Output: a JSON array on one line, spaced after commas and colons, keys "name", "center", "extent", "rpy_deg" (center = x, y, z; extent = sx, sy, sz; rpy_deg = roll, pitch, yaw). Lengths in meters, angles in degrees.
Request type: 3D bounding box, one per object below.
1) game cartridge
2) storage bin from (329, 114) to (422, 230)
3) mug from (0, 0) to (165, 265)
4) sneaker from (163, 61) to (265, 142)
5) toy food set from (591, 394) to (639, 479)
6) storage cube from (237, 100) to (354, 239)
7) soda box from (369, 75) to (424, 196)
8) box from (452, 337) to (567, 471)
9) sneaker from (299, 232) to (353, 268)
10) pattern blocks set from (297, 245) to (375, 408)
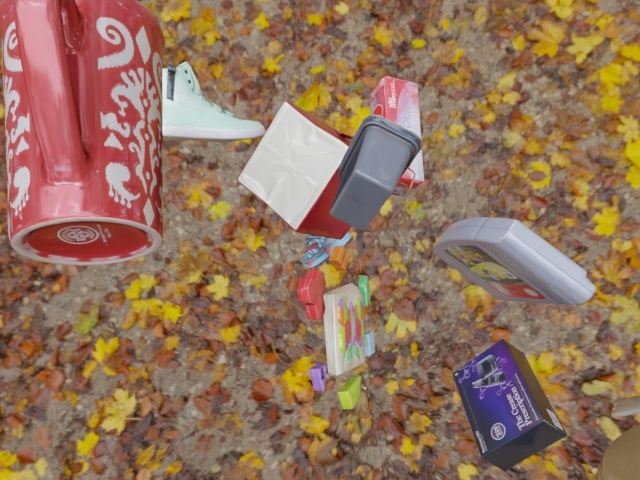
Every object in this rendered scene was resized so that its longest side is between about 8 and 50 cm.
[{"name": "game cartridge", "center": [0.318, 0.037, 0.878], "extent": [0.196, 0.294, 0.060], "rpy_deg": [40, 81, -2]}, {"name": "storage bin", "center": [0.070, -0.077, 0.647], "extent": [0.098, 0.135, 0.091], "rpy_deg": [26, 58, -3]}, {"name": "mug", "center": [-0.170, -0.080, 0.328], "extent": [0.113, 0.150, 0.169], "rpy_deg": [-14, 72, 15]}, {"name": "sneaker", "center": [-0.221, -0.274, 0.971], "extent": [0.256, 0.094, 0.151], "rpy_deg": [-5, 96, -38]}, {"name": "toy food set", "center": [0.249, 0.156, 0.327], "extent": [0.132, 0.192, 0.039], "rpy_deg": [-30, 82, 40]}, {"name": "storage cube", "center": [-0.012, -0.130, 0.982], "extent": [0.183, 0.193, 0.215], "rpy_deg": [41, 104, 25]}, {"name": "soda box", "center": [0.170, -0.237, 1.105], "extent": [0.092, 0.083, 0.263], "rpy_deg": [7, 68, -16]}, {"name": "box", "center": [0.468, 0.412, 1.247], "extent": [0.103, 0.261, 0.184], "rpy_deg": [33, 115, -22]}, {"name": "sneaker", "center": [0.000, 0.000, 1.604], "extent": [0.125, 0.262, 0.104], "rpy_deg": [51, 50, -3]}, {"name": "pattern blocks set", "center": [0.046, 0.154, 0.872], "extent": [0.026, 0.325, 0.285], "rpy_deg": [-5, 98, 21]}]
